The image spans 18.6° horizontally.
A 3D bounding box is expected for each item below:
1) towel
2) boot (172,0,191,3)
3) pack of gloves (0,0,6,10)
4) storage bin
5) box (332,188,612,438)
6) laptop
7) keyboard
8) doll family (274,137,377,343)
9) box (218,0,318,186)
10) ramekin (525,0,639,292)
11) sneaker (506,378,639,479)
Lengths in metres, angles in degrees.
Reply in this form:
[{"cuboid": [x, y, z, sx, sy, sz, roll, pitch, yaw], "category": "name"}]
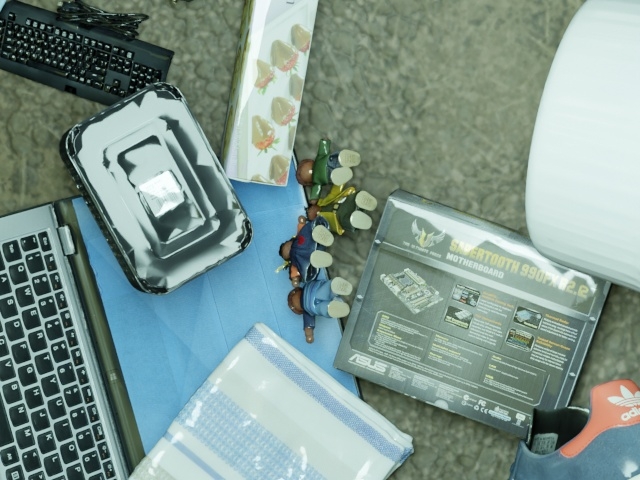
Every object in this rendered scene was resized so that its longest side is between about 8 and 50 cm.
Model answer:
[{"cuboid": [-0.068, 0.246, 1.903, 0.209, 0.034, 0.285, 40, 83, -9], "category": "towel"}, {"cuboid": [-0.194, -0.263, 1.921, 0.137, 0.077, 0.198, 40, 138, -25], "category": "boot"}, {"cuboid": [-0.345, -0.336, 1.969, 0.195, 0.046, 0.232, 42, 107, 22], "category": "pack of gloves"}, {"cuboid": [-0.158, -0.048, 1.857, 0.122, 0.084, 0.180, -29, 95, -11], "category": "storage bin"}, {"cuboid": [0.147, 0.074, 1.878, 0.231, 0.056, 0.183, 19, 102, 9], "category": "box"}, {"cuboid": [-0.199, 0.143, 1.900, 0.236, 0.408, 0.382, -12, 95, 50], "category": "laptop"}, {"cuboid": [-0.244, -0.194, 1.959, 0.192, 0.038, 0.100, 18, 102, 11], "category": "keyboard"}, {"cuboid": [0.000, 0.000, 1.881, 0.076, 0.111, 0.193, 25, 77, -24], "category": "doll family"}, {"cuboid": [-0.040, -0.215, 1.867, 0.063, 0.067, 0.324, 8, 99, -13], "category": "box"}, {"cuboid": [0.281, -0.090, 1.715, 0.135, 0.277, 0.277, 15, 102, 20], "category": "ramekin"}, {"cuboid": [0.215, 0.242, 1.823, 0.350, 0.131, 0.148, -45, 58, 46], "category": "sneaker"}]
